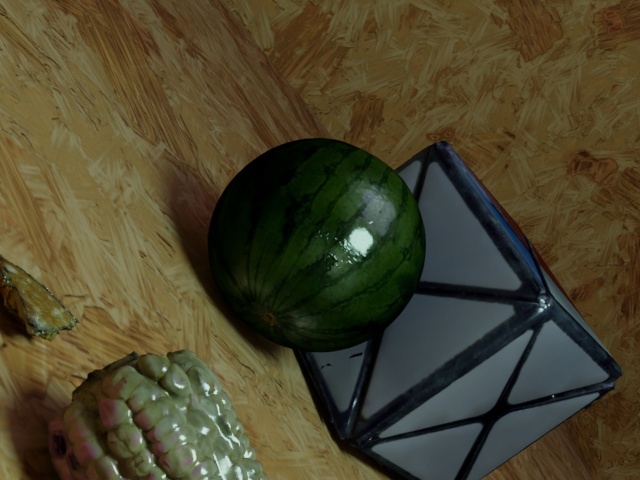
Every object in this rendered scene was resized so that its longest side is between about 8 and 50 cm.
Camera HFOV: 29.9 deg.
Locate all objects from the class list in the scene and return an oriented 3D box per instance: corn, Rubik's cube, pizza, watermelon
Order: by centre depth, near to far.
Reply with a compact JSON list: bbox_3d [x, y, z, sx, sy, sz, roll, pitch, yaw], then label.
[{"bbox_3d":[-0.062,0.228,0.782,0.335,0.126,0.126,61,11,5],"label":"corn"},{"bbox_3d":[-0.213,0.049,0.861,0.083,0.025,0.078,45,9,-18],"label":"pizza"},{"bbox_3d":[-0.002,0.004,1.331,0.242,0.242,0.242,53,11,-15],"label":"watermelon"},{"bbox_3d":[0.150,0.109,1.534,0.307,0.310,0.305,41,15,-51],"label":"Rubik's cube"}]
